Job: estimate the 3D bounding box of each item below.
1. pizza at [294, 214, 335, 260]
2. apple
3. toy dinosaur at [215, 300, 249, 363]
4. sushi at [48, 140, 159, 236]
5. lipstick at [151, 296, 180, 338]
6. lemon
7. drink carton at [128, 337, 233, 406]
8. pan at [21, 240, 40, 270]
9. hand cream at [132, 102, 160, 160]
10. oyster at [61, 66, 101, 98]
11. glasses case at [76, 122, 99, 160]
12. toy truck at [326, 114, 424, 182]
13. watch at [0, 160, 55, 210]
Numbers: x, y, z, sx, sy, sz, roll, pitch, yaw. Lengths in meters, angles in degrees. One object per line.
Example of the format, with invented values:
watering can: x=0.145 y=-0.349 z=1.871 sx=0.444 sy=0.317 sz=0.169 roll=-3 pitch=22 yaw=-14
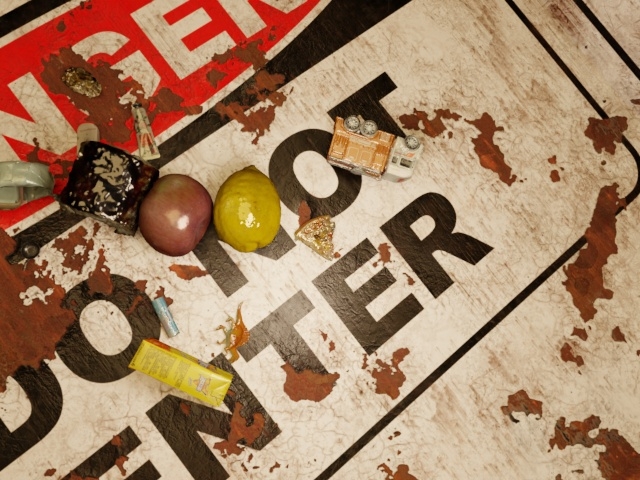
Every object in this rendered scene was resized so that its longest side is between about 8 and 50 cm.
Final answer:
pizza: x=0.000 y=0.000 z=1.856 sx=0.185 sy=0.052 sz=0.195 roll=-30 pitch=86 yaw=-8
apple: x=-0.543 y=-0.095 z=1.677 sx=0.234 sy=0.306 sz=0.306 roll=24 pitch=78 yaw=-4
toy dinosaur: x=-0.324 y=0.361 z=1.751 sx=0.142 sy=0.057 sz=0.212 roll=43 pitch=79 yaw=-11
sushi: x=-0.774 y=-0.196 z=1.656 sx=0.281 sy=0.299 sz=0.295 roll=20 pitch=80 yaw=12
lipstick: x=-0.595 y=0.297 z=1.726 sx=0.048 sy=0.048 sz=0.158 roll=-26 pitch=85 yaw=-11
lemon: x=-0.281 y=-0.120 z=1.725 sx=0.285 sy=0.285 sz=0.317 roll=-6 pitch=106 yaw=-9
drink carton: x=-0.504 y=0.483 z=1.653 sx=0.351 sy=0.154 sz=0.111 roll=26 pitch=78 yaw=-3
pan: x=-1.106 y=0.061 z=1.705 sx=0.068 sy=0.023 sz=0.116 roll=14 pitch=77 yaw=-6
hand cream: x=-0.722 y=-0.444 z=1.834 sx=0.080 sy=0.050 sz=0.234 roll=-15 pitch=89 yaw=-14
oyster: x=-0.968 y=-0.644 z=1.827 sx=0.177 sy=0.056 sz=0.105 roll=43 pitch=70 yaw=5
glasses case: x=-0.923 y=-0.367 z=1.786 sx=0.080 sy=0.051 sz=0.205 roll=-6 pitch=82 yaw=-7
toy truck: x=0.222 y=-0.367 z=1.888 sx=0.387 sy=0.173 sz=0.207 roll=17 pitch=85 yaw=-2
watch: x=-1.122 y=-0.209 z=1.632 sx=0.241 sy=0.253 sz=0.162 roll=-13 pitch=82 yaw=29
